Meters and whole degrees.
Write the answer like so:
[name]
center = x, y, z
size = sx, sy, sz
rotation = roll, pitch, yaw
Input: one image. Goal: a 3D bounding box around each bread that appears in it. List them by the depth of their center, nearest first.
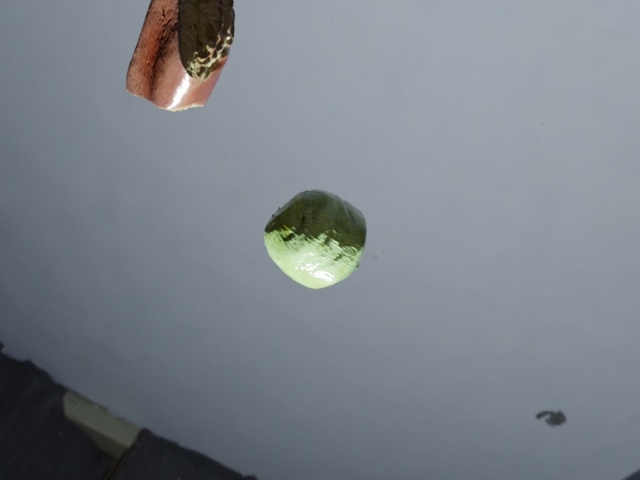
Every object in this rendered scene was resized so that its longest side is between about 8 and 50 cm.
[bread]
center = -0.131, -0.182, 0.629
size = 0.067, 0.119, 0.192
rotation = -4, 152, -35

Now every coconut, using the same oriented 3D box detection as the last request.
[coconut]
center = 0.000, 0.000, 0.584
size = 0.087, 0.088, 0.096
rotation = -29, 129, 34
